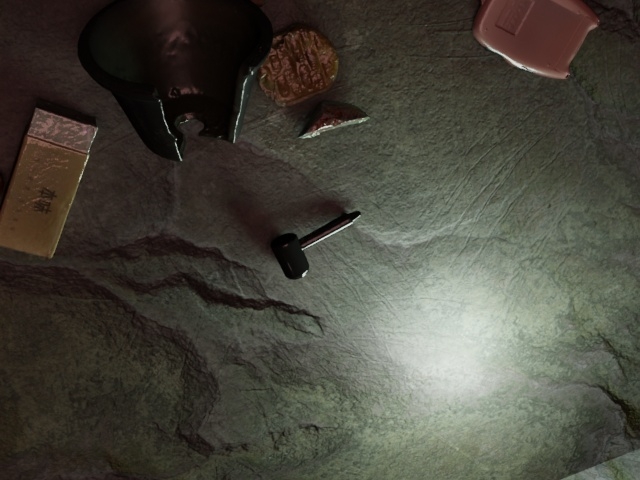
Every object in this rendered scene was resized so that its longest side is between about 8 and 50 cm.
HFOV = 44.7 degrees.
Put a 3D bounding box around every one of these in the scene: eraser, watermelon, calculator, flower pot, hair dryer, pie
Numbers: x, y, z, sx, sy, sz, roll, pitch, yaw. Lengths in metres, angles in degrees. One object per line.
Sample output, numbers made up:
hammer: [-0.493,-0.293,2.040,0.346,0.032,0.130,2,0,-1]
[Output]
eraser: [-0.615,-0.131,1.731,0.144,0.078,0.343,16,111,-25]
watermelon: [0.030,-0.286,1.841,0.180,0.094,0.081,-23,119,-22]
calculator: [0.517,-0.520,1.882,0.329,0.048,0.220,18,112,-22]
flower pot: [-0.285,-0.333,1.612,0.379,0.379,0.251,-14,141,-9]
hair dryer: [-0.001,-0.002,2.004,0.248,0.070,0.114,-29,121,-10]
pie: [-0.055,-0.400,1.774,0.195,0.046,0.195,-8,121,-13]

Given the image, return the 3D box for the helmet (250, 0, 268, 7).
helmet: [-0.131,-0.536,1.675,0.065,0.049,0.084,19,110,-26]

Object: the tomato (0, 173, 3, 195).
tomato: [-0.738,-0.117,1.703,0.087,0.075,0.087,-9,123,-14]
